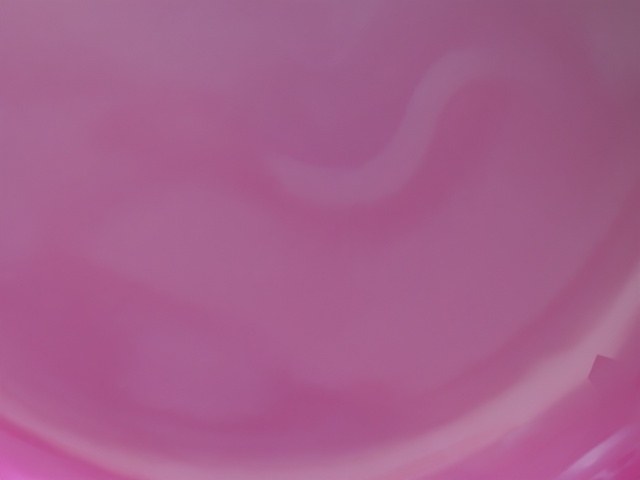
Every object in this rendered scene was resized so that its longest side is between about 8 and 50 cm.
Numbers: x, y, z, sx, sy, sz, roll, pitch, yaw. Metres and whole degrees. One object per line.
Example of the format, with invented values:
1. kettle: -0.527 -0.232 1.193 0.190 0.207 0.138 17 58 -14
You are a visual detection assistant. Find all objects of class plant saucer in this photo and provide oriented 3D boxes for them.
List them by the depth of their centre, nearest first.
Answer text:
1. plant saucer: -0.005 -0.049 0.396 0.332 0.084 0.332 -2 102 -10
